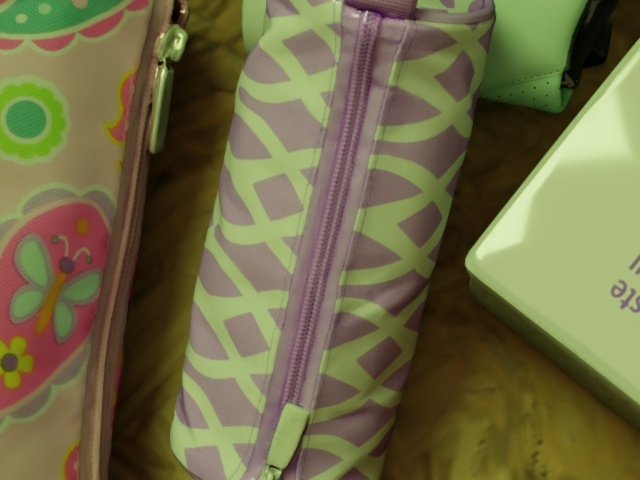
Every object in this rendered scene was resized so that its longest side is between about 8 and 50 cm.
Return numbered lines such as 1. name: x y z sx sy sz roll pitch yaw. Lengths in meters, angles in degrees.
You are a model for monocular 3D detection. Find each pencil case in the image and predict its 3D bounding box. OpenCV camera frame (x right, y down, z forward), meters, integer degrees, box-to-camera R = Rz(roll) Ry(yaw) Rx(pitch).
1. pencil case: 0.000 0.000 0.522 0.086 0.088 0.206 14 109 9
2. pencil case: -0.120 0.018 0.552 0.124 0.124 0.284 6 80 8

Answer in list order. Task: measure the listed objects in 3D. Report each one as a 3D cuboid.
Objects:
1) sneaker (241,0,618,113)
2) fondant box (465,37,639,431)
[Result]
1. sneaker: 0.075 -0.172 0.568 0.151 0.094 0.256 15 93 15
2. fondant box: 0.245 -0.039 0.528 0.238 0.096 0.330 39 89 11
